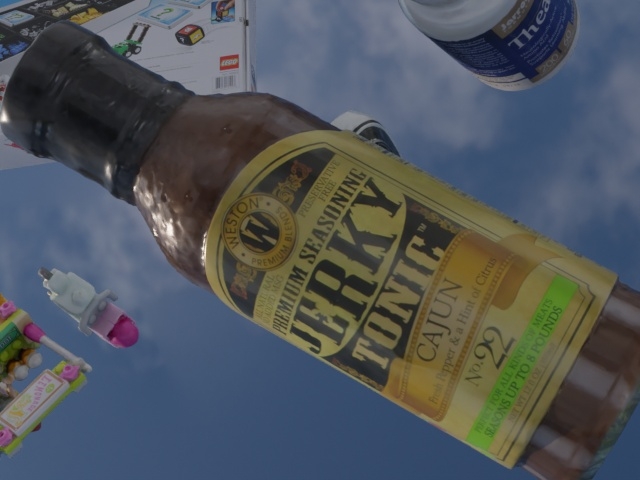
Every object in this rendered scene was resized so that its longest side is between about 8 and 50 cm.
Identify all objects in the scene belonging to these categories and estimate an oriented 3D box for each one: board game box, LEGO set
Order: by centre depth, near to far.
[{"bbox_3d":[-0.223,0.152,0.962,0.107,0.132,0.287,26,-96,38],"label":"LEGO set"},{"bbox_3d":[-0.209,-0.162,1.310,0.305,0.053,0.193,-8,-129,7],"label":"board game box"}]

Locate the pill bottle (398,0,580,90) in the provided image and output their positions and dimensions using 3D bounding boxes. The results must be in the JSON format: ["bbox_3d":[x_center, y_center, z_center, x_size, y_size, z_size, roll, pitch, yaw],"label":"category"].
[{"bbox_3d":[0.078,-0.122,0.706,0.067,0.120,0.067,-8,-107,28],"label":"pill bottle"}]

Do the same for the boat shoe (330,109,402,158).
[{"bbox_3d":[0.059,0.002,1.048,0.070,0.219,0.078,20,-128,41],"label":"boat shoe"}]

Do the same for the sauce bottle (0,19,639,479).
[{"bbox_3d":[0.000,0.000,0.717,0.344,0.111,0.111,27,-122,10],"label":"sauce bottle"}]
